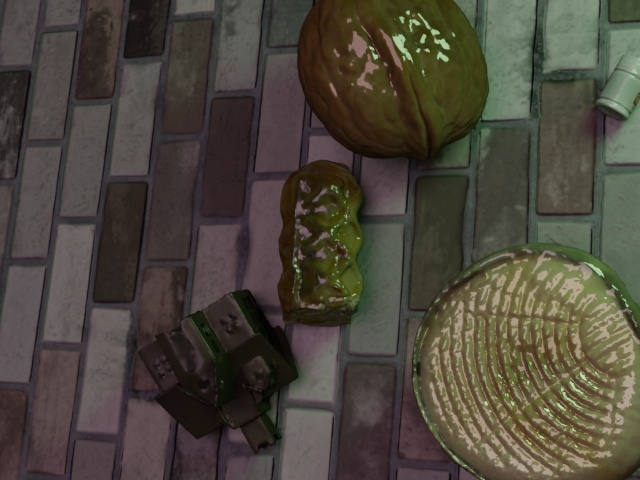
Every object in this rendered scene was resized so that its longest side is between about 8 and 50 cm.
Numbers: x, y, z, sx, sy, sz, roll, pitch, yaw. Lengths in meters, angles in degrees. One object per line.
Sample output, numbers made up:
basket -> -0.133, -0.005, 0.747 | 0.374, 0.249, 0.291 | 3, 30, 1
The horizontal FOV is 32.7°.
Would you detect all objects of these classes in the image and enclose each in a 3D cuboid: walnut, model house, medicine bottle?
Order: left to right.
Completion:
model house -> -0.152, 0.232, 1.757 | 0.211, 0.204, 0.243 | -33, 84, 12
walnut -> 0.112, -0.270, 1.719 | 0.252, 0.277, 0.313 | -41, 67, 50
medicine bottle -> 0.468, -0.234, 1.677 | 0.057, 0.057, 0.089 | 29, 90, 25

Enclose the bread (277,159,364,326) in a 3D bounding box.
bread -> 0.000, 0.000, 1.774 | 0.152, 0.130, 0.267 | -7, 75, 30

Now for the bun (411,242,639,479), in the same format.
bun -> 0.322, 0.186, 1.558 | 0.364, 0.202, 0.364 | -2, 84, 23
